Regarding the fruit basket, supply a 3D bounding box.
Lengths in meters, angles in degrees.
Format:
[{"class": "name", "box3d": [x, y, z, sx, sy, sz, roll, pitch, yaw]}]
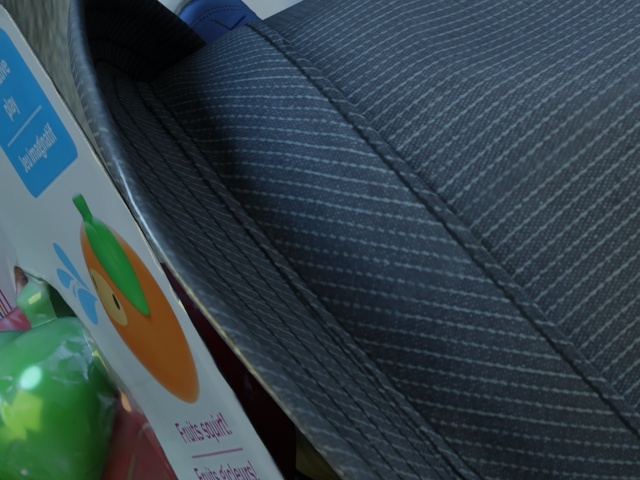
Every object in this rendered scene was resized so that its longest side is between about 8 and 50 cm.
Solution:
[{"class": "fruit basket", "box3d": [-0.050, 0.119, 0.625, 0.353, 0.165, 0.327, 55, 161, -4]}]

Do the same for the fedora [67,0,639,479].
[{"class": "fedora", "box3d": [0.060, 0.001, 0.456, 0.244, 0.124, 0.275, 48, -177, 1]}]

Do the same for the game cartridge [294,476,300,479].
[{"class": "game cartridge", "box3d": [-0.056, 0.212, 0.887, 0.196, 0.060, 0.294, -10, 88, 59]}]

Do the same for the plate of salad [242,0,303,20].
[{"class": "plate of salad", "box3d": [-0.002, -0.104, 0.682, 0.200, 0.048, 0.200, 41, 149, 31]}]

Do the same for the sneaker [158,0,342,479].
[{"class": "sneaker", "box3d": [0.000, 0.000, 0.664, 0.081, 0.080, 0.211, 9, 135, 50]}]
